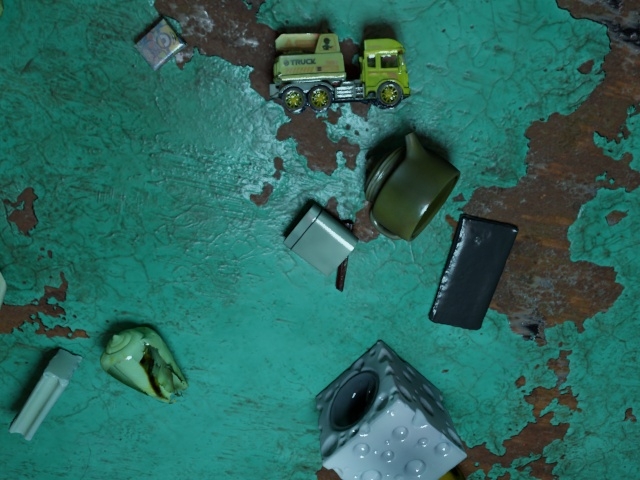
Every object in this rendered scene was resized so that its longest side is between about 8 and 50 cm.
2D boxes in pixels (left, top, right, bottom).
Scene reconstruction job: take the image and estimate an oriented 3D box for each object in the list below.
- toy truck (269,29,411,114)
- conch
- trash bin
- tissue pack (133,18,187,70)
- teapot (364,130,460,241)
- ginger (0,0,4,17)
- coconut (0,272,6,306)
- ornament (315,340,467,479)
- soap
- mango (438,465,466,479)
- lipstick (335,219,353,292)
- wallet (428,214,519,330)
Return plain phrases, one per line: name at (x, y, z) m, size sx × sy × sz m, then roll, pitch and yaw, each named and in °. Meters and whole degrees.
toy truck at (0.036, -0.331, 1.063) m, size 0.272 × 0.124 × 0.157 m, roll -3°, pitch 102°, yaw 1°
conch at (-0.396, 0.301, 1.271) m, size 0.143 × 0.137 × 0.250 m, roll -37°, pitch 109°, yaw 10°
trash bin at (0.000, 0.000, 1.207) m, size 0.130 × 0.059 × 0.116 m, roll 38°, pitch 114°, yaw -6°
tissue pack at (-0.313, -0.382, 1.063) m, size 0.083 × 0.035 × 0.063 m, roll -37°, pitch 109°, yaw 10°
teapot at (0.167, -0.108, 1.140) m, size 0.175 × 0.186 × 0.267 m, roll 39°, pitch 139°, yaw 16°
ginger at (-0.681, -0.525, 0.961) m, size 0.290 × 0.089 × 0.137 m, roll 41°, pitch 86°, yaw -22°
coconut at (-0.815, 0.128, 1.108) m, size 0.323 × 0.323 × 0.322 m, roll -1°, pitch 111°, yaw -3°
ornament at (0.157, 0.444, 1.308) m, size 0.239 × 0.240 × 0.240 m, roll -43°, pitch 109°, yaw 13°
soap at (-0.654, 0.364, 1.293) m, size 0.063 × 0.114 × 0.198 m, roll 33°, pitch 105°, yaw -15°
mango at (0.243, 0.713, 1.437) m, size 0.264 × 0.221 × 0.378 m, roll 16°, pitch 120°, yaw -22°
lipstick at (0.054, 0.038, 1.259) m, size 0.027 × 0.027 × 0.176 m, roll 4°, pitch 113°, yaw -5°
wallet at (0.361, 0.085, 1.294) m, size 0.146 × 0.030 × 0.285 m, roll 10°, pitch 110°, yaw -11°
